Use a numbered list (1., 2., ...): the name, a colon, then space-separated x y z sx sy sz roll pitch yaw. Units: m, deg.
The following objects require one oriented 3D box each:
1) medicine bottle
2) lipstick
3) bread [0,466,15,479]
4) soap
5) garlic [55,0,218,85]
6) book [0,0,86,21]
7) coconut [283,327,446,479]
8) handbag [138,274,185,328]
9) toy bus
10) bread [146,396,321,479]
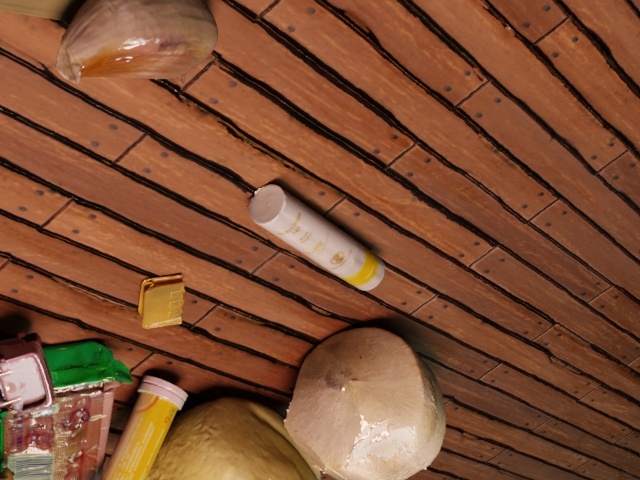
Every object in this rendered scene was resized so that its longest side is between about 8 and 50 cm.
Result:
1. medicine bottle: -0.271 0.311 1.594 0.074 0.218 0.074 19 158 8
2. lipstick: 0.000 0.000 1.483 0.059 0.059 0.264 -37 143 16
3. bread: -0.526 0.314 1.450 0.232 0.128 0.088 27 79 -32
4. soap: -0.393 0.266 1.560 0.218 0.098 0.273 -7 141 -23
5. garlic: -0.168 -0.205 1.106 0.128 0.090 0.198 -42 166 29
6. book: -0.294 -0.281 0.984 0.231 0.026 0.161 3 136 -33
7. coconut: 0.068 0.268 1.719 0.245 0.245 0.247 -32 143 10
8. handbag: -0.217 0.083 1.490 0.061 0.027 0.083 -7 140 -21
9. toy bus: -0.476 0.188 1.371 0.274 0.112 0.090 -12 107 -4
10. bread: -0.140 0.400 1.705 0.237 0.320 0.320 -48 139 15
